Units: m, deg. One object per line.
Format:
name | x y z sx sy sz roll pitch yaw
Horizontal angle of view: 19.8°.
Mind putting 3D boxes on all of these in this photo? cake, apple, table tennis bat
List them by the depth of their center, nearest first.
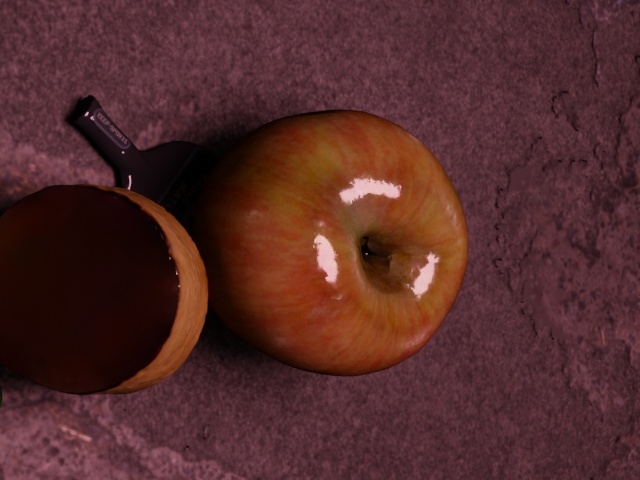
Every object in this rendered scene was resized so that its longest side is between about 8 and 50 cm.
cake | -0.202 0.042 1.659 0.207 0.178 0.185 19 90 1
apple | 0.000 0.000 1.759 0.264 0.264 0.264 2 87 -40
table tennis bat | -0.158 -0.047 1.777 0.236 0.027 0.150 50 59 -30

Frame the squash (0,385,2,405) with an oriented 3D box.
squash | -0.399 0.163 1.529 0.292 0.082 0.082 -12 96 -37
